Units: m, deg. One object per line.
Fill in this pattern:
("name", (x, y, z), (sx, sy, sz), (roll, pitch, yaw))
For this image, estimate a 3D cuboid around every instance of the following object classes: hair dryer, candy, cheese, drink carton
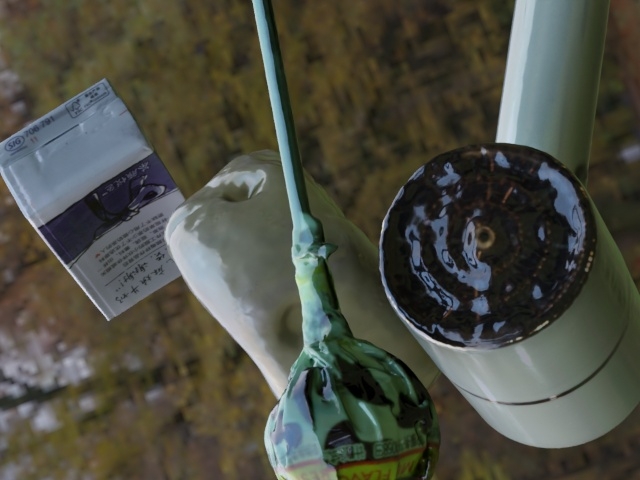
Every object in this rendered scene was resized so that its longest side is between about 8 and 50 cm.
("hair dryer", (0.139, -0.073, 1.140), (0.203, 0.128, 0.362), (49, -133, -60))
("candy", (0.000, 0.000, 1.010), (0.083, 0.091, 0.305), (142, 119, -71))
("cheese", (-0.014, 0.031, 1.276), (0.218, 0.117, 0.235), (50, -179, 31))
("drink carton", (-0.203, -0.033, 1.796), (0.102, 0.134, 0.222), (53, 175, 33))
